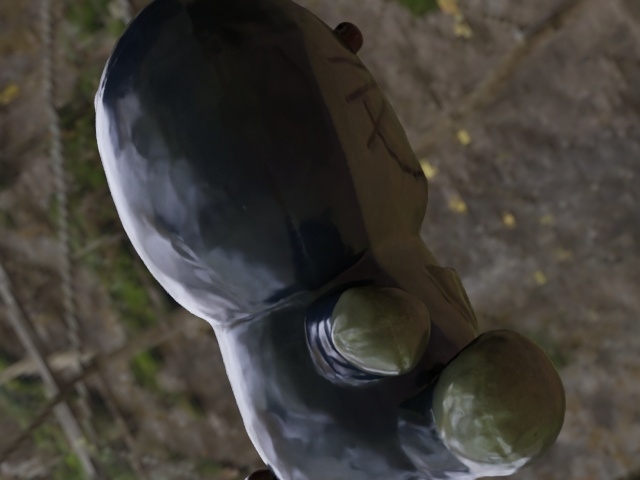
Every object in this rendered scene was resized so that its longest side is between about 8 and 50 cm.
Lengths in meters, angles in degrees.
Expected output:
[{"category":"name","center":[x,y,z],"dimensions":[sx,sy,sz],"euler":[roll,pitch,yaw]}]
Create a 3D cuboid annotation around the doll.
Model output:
[{"category":"doll","center":[0.000,0.000,0.883],"dimensions":[0.228,0.154,0.258],"euler":[-5,-107,-85]}]
